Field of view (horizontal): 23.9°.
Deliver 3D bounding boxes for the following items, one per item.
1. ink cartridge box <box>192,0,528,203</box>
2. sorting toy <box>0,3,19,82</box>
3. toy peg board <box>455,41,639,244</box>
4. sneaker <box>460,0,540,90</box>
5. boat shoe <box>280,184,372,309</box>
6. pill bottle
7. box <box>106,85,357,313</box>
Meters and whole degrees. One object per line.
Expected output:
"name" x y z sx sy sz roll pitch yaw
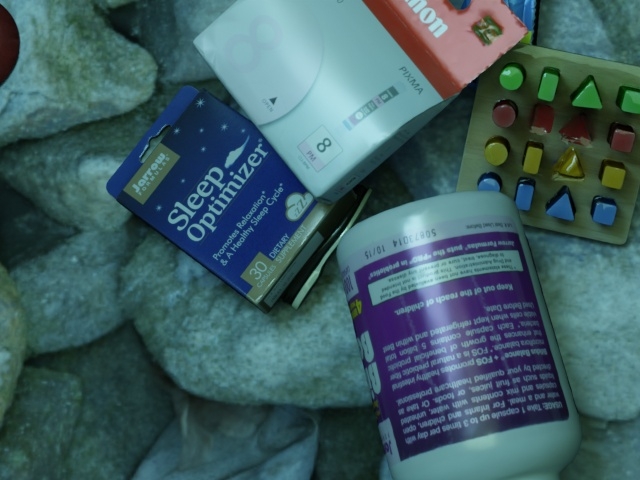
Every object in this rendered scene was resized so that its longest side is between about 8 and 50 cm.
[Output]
"ink cartridge box" 0.032 -0.176 1.323 0.232 0.066 0.189 -42 75 13
"sorting toy" -0.447 -0.293 1.481 0.127 0.126 0.365 -41 76 -2
"toy peg board" 0.209 -0.085 1.337 0.161 0.079 0.160 12 101 7
"sneaker" 0.169 -0.239 1.414 0.082 0.069 0.209 7 79 13
"boat shoe" 0.000 0.000 1.394 0.042 0.049 0.133 36 89 5
"pill bottle" 0.125 0.123 1.289 0.169 0.169 0.301 -15 76 4
"box" -0.093 -0.048 1.401 0.225 0.036 0.136 35 84 27
